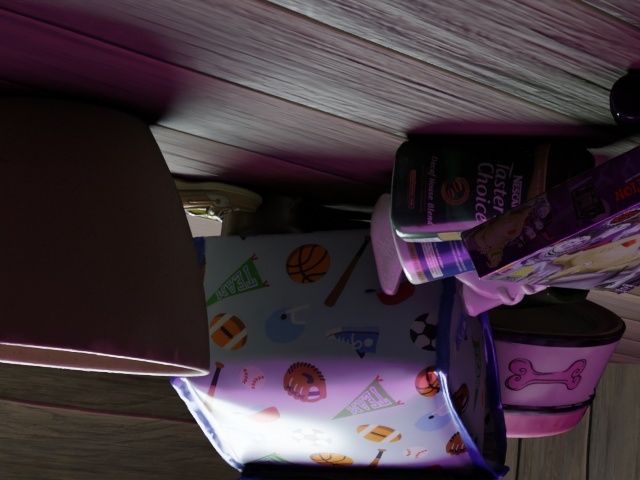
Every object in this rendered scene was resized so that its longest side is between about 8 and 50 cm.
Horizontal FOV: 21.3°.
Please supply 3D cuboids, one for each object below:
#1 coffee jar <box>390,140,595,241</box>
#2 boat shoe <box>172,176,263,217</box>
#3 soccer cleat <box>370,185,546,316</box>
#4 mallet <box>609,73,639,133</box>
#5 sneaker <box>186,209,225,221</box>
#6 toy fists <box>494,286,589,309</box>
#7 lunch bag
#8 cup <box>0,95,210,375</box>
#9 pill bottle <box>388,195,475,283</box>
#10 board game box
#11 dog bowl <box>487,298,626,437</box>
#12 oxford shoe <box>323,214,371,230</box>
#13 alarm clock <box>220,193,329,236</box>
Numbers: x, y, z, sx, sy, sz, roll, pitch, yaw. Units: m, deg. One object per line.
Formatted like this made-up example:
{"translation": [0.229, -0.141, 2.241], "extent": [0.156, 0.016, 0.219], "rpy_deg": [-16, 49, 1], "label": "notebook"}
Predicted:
{"translation": [0.161, -0.044, 1.575], "extent": [0.184, 0.096, 0.079], "rpy_deg": [1, 173, 21], "label": "coffee jar"}
{"translation": [-0.143, -0.043, 1.944], "extent": [0.153, 0.048, 0.056], "rpy_deg": [8, 172, -16], "label": "boat shoe"}
{"translation": [0.216, 0.012, 1.769], "extent": [0.331, 0.143, 0.116], "rpy_deg": [3, 172, 11], "label": "soccer cleat"}
{"translation": [0.313, -0.103, 1.288], "extent": [0.190, 0.039, 0.062], "rpy_deg": [0, 172, 6], "label": "mallet"}
{"translation": [-0.132, -0.041, 2.048], "extent": [0.083, 0.031, 0.035], "rpy_deg": [15, -178, -31], "label": "sneaker"}
{"translation": [0.206, 0.037, 2.112], "extent": [0.142, 0.096, 0.279], "rpy_deg": [-9, 172, 41], "label": "toy fists"}
{"translation": [0.038, 0.174, 1.989], "extent": [0.328, 0.239, 0.385], "rpy_deg": [-1, 148, 15], "label": "lunch bag"}
{"translation": [-0.260, -0.004, 1.622], "extent": [0.331, 0.237, 0.331], "rpy_deg": [4, 172, 1], "label": "cup"}
{"translation": [0.159, -0.020, 1.673], "extent": [0.169, 0.094, 0.094], "rpy_deg": [-14, 168, 11], "label": "pill bottle"}
{"translation": [0.279, -0.020, 1.431], "extent": [0.208, 0.056, 0.347], "rpy_deg": [-32, 162, 24], "label": "board game box"}
{"translation": [0.194, 0.143, 2.288], "extent": [0.408, 0.150, 0.408], "rpy_deg": [9, -171, -1], "label": "dog bowl"}
{"translation": [0.000, 0.000, 2.095], "extent": [0.212, 0.076, 0.076], "rpy_deg": [5, 163, 5], "label": "oxford shoe"}
{"translation": [-0.071, 0.011, 2.030], "extent": [0.192, 0.064, 0.129], "rpy_deg": [-18, 139, 33], "label": "alarm clock"}
